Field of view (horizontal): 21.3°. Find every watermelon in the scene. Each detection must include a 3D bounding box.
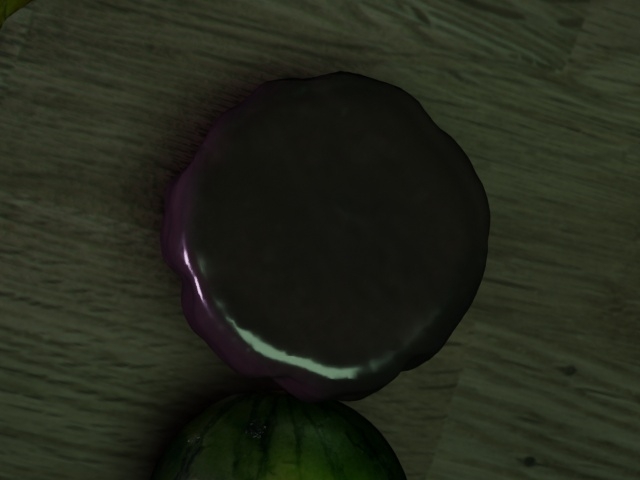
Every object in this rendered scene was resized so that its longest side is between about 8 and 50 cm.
[{"bbox_3d":[-0.037,0.251,1.496,0.242,0.242,0.242,-4,103,-18],"label":"watermelon"}]

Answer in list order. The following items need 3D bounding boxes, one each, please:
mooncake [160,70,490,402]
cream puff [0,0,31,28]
[{"bbox_3d":[0.000,0.000,1.468,0.283,0.141,0.283,3,75,-12],"label":"mooncake"},{"bbox_3d":[-0.324,-0.269,1.318,0.282,0.185,0.282,-5,104,-21],"label":"cream puff"}]
